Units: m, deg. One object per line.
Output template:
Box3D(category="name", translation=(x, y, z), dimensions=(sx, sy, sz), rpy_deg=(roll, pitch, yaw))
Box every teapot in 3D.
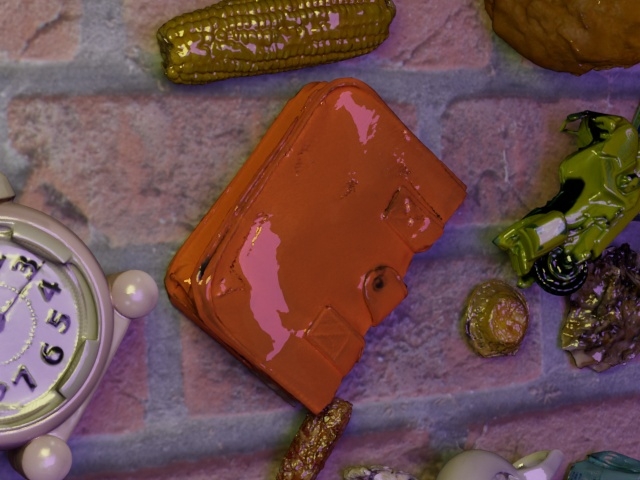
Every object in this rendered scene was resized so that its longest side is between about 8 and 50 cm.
Box3D(category="teapot", translation=(0.260, 0.401, 1.972), dimensions=(0.204, 0.139, 0.298), rpy_deg=(53, 36, -8))

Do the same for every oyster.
Box3D(category="oyster", translation=(0.497, 0.119, 2.170), dimensions=(0.214, 0.083, 0.223), rpy_deg=(23, 86, -26))
Box3D(category="oyster", translation=(0.116, 0.379, 1.976), dimensions=(0.200, 0.061, 0.106), rpy_deg=(56, 44, -21))

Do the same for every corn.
Box3D(category="corn", translation=(-0.053, -0.286, 1.814), dimensions=(0.363, 0.120, 0.120), rpy_deg=(-18, 100, -27))

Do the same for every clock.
Box3D(category="clock", translation=(-0.404, 0.097, 1.587), dimensions=(0.326, 0.184, 0.342), rpy_deg=(31, 71, -23))

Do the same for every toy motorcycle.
Box3D(category="toy motorcycle", translation=(0.410, -0.075, 2.060), dimensions=(0.342, 0.142, 0.206), rpy_deg=(-42, 77, -17))

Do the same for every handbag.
Box3D(category="handbag", translation=(0.000, 0.000, 1.852), dimensions=(0.303, 0.116, 0.410), rpy_deg=(42, 72, -24))

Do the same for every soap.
Box3D(category="soap", translation=(0.435, 0.475, 2.095), dimensions=(0.077, 0.156, 0.293), rpy_deg=(31, 77, -36))

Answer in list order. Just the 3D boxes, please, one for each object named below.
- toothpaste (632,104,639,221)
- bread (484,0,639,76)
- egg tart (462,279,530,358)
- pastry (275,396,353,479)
Box3D(category="toothpaste", translation=(0.565, -0.190, 2.199), dimensions=(0.067, 0.081, 0.336), rpy_deg=(31, 76, -31))
Box3D(category="bread", translation=(0.396, -0.443, 1.945), dimensions=(0.215, 0.398, 0.398), rpy_deg=(-26, 104, -40))
Box3D(category="egg tart", translation=(0.281, 0.125, 2.057), dimensions=(0.130, 0.052, 0.130), rpy_deg=(1, 89, -33))
Box3D(category="pastry", translation=(-0.016, 0.292, 1.872), dimensions=(0.063, 0.087, 0.169), rpy_deg=(30, 73, 7))
